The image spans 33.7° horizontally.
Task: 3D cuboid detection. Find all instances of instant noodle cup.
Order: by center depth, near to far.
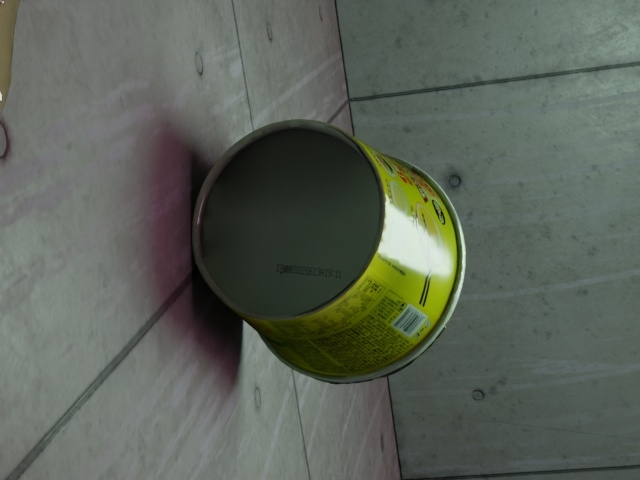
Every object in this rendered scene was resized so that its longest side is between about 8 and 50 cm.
[{"bbox_3d":[0.000,0.000,1.244,0.221,0.311,0.311,38,47,-64],"label":"instant noodle cup"}]

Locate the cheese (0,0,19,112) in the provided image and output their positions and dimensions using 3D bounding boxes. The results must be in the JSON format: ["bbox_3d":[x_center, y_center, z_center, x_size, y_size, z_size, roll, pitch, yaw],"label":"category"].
[{"bbox_3d":[-0.227,-0.192,0.594,0.159,0.093,0.263,58,27,-70],"label":"cheese"}]
